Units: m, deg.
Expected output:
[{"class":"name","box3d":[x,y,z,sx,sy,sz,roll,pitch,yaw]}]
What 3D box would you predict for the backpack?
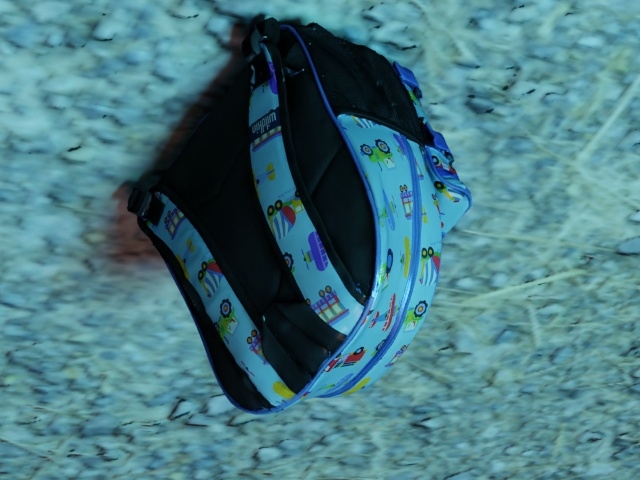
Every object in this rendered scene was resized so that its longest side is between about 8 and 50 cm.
[{"class":"backpack","box3d":[0.000,0.000,0.849,0.117,0.173,0.158,13,129,-39]}]
